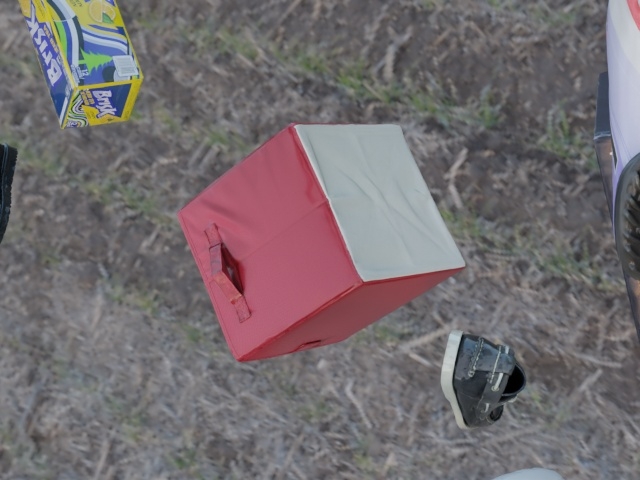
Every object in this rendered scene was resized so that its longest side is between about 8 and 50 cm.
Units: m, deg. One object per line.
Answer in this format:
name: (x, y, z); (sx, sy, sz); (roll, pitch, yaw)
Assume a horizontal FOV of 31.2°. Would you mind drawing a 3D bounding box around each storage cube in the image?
storage cube: (0.000, 0.000, 1.216); (0.193, 0.215, 0.183); (-34, 72, 36)

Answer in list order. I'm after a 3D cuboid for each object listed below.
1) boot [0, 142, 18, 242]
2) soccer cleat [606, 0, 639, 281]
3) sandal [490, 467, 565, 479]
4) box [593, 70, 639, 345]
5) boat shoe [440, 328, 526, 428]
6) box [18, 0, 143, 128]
boot: (-0.318, -0.052, 0.988); (0.045, 0.099, 0.121); (-29, 50, 42)
soccer cleat: (0.290, -0.121, 0.968); (0.109, 0.318, 0.116); (-6, 22, -7)
sandal: (0.226, 0.336, 1.149); (0.169, 0.416, 0.102); (-48, 54, 0)
box: (0.479, -0.026, 1.217); (0.313, 0.343, 0.179); (-9, 27, 19)
boat shoe: (0.186, 0.162, 1.254); (0.079, 0.233, 0.084); (5, 70, 16)
box: (-0.185, -0.169, 0.847); (0.169, 0.054, 0.059); (68, 151, 20)
